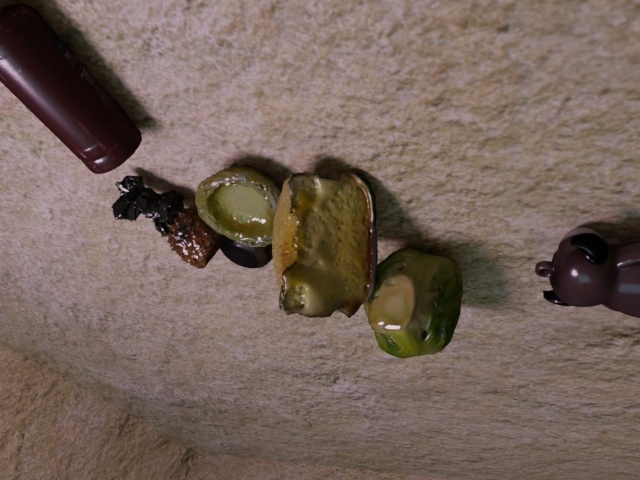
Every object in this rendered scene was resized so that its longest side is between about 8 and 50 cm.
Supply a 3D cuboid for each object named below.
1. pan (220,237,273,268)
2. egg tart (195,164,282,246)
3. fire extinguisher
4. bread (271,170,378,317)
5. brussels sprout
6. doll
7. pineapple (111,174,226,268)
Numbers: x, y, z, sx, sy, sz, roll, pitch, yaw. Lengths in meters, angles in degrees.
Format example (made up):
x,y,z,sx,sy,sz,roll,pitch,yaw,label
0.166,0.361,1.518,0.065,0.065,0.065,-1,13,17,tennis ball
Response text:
x,y,z,sx,sy,sz,roll,pitch,yaw,label
-0.127,0.021,1.224,0.202,0.048,0.128,5,143,21,pan
-0.134,-0.071,1.070,0.197,0.078,0.197,11,145,8,egg tart
-0.439,-0.262,0.925,0.135,0.114,0.337,28,160,45,fire extinguisher
-0.003,0.005,1.014,0.174,0.252,0.133,-3,-173,-20,bread
0.173,0.119,1.072,0.161,0.223,0.223,14,152,44,brussels sprout
0.467,0.052,0.897,0.257,0.117,0.182,10,144,14,doll
-0.305,-0.046,1.155,0.237,0.111,0.119,34,-176,-3,pineapple
